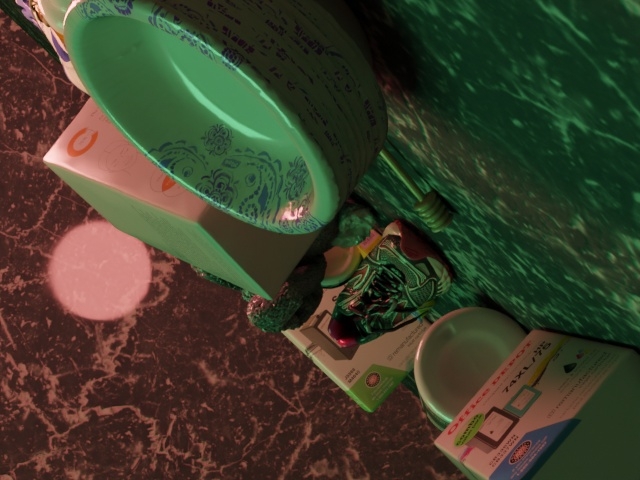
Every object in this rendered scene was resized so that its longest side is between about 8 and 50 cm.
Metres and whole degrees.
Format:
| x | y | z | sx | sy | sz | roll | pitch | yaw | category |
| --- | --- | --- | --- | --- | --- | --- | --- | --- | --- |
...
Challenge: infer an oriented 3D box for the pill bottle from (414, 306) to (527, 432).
| x | y | z | sx | sy | sz | roll | pitch | yaw | category |
| --- | --- | --- | --- | --- | --- | --- | --- | --- | --- |
| 0.217 | 0.199 | 1.513 | 0.161 | 0.161 | 0.283 | 41 | 173 | 16 | pill bottle |

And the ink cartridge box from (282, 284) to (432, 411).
| x | y | z | sx | sy | sz | roll | pitch | yaw | category |
| --- | --- | --- | --- | --- | --- | --- | --- | --- | --- |
| 0.057 | 0.156 | 2.010 | 0.273 | 0.198 | 0.115 | 43 | 173 | 1 | ink cartridge box |

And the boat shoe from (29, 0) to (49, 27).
| x | y | z | sx | sy | sz | roll | pitch | yaw | category |
| --- | --- | --- | --- | --- | --- | --- | --- | --- | --- |
| -0.384 | -0.378 | 1.627 | 0.324 | 0.120 | 0.122 | 43 | 173 | 0 | boat shoe |

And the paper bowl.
| x | y | z | sx | sy | sz | roll | pitch | yaw | category |
| --- | --- | --- | --- | --- | --- | --- | --- | --- | --- |
| -0.070 | -0.149 | 0.937 | 0.284 | 0.148 | 0.284 | 30 | 158 | 13 | paper bowl |

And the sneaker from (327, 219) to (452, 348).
| x | y | z | sx | sy | sz | roll | pitch | yaw | category |
| --- | --- | --- | --- | --- | --- | --- | --- | --- | --- |
| 0.094 | 0.076 | 1.516 | 0.121 | 0.112 | 0.299 | 45 | 155 | 11 | sneaker |

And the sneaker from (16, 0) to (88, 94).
| x | y | z | sx | sy | sz | roll | pitch | yaw | category |
| --- | --- | --- | --- | --- | --- | --- | --- | --- | --- |
| -0.422 | -0.352 | 1.978 | 0.182 | 0.127 | 0.315 | 39 | 170 | 49 | sneaker |

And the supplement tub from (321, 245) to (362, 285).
| x | y | z | sx | sy | sz | roll | pitch | yaw | category |
| --- | --- | --- | --- | --- | --- | --- | --- | --- | --- |
| 0.011 | 0.021 | 1.771 | 0.117 | 0.117 | 0.190 | 43 | 177 | 5 | supplement tub |

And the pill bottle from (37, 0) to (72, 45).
| x | y | z | sx | sy | sz | roll | pitch | yaw | category |
| --- | --- | --- | --- | --- | --- | --- | --- | --- | --- |
| -0.300 | -0.317 | 1.447 | 0.136 | 0.136 | 0.246 | 42 | 173 | 12 | pill bottle |

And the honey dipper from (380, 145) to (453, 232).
| x | y | z | sx | sy | sz | roll | pitch | yaw | category |
| --- | --- | --- | --- | --- | --- | --- | --- | --- | --- |
| 0.085 | -0.075 | 1.163 | 0.161 | 0.030 | 0.030 | 48 | 172 | -18 | honey dipper |

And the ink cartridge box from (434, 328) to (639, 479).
| x | y | z | sx | sy | sz | roll | pitch | yaw | category |
| --- | --- | --- | --- | --- | --- | --- | --- | --- | --- |
| 0.290 | 0.242 | 1.197 | 0.197 | 0.198 | 0.270 | 44 | 173 | -7 | ink cartridge box |

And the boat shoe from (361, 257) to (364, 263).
| x | y | z | sx | sy | sz | roll | pitch | yaw | category |
| --- | --- | --- | --- | --- | --- | --- | --- | --- | --- |
| 0.000 | 0.000 | 1.919 | 0.206 | 0.075 | 0.065 | 45 | 178 | 28 | boat shoe |

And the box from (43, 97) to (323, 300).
| x | y | z | sx | sy | sz | roll | pitch | yaw | category |
| --- | --- | --- | --- | --- | --- | --- | --- | --- | --- |
| -0.151 | -0.098 | 1.362 | 0.345 | 0.215 | 0.168 | 22 | 160 | 43 | box |

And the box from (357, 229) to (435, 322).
| x | y | z | sx | sy | sz | roll | pitch | yaw | category |
| --- | --- | --- | --- | --- | --- | --- | --- | --- | --- |
| 0.122 | 0.058 | 1.692 | 0.109 | 0.042 | 0.178 | 40 | 172 | 26 | box |

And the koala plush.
| x | y | z | sx | sy | sz | roll | pitch | yaw | category |
| --- | --- | --- | --- | --- | --- | --- | --- | --- | --- |
| -0.038 | -0.003 | 1.574 | 0.196 | 0.221 | 0.203 | 39 | -166 | 25 | koala plush |
